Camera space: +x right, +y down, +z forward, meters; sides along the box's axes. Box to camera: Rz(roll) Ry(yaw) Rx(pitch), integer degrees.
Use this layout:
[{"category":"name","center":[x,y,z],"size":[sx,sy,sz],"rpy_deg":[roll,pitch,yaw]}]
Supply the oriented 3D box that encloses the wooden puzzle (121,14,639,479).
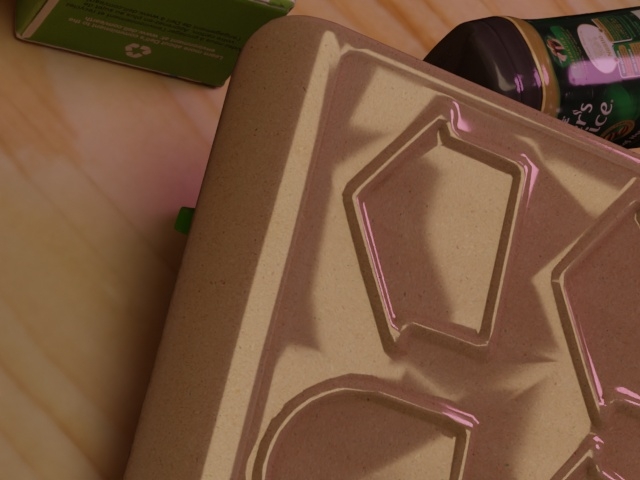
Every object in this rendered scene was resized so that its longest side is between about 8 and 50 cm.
[{"category":"wooden puzzle","center":[0.081,0.087,1.003],"size":[0.348,0.080,0.322],"rpy_deg":[19,70,-16]}]

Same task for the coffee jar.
[{"category":"coffee jar","center":[0.145,-0.095,1.184],"size":[0.184,0.096,0.079],"rpy_deg":[-9,67,-36]}]

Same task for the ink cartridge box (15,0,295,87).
[{"category":"ink cartridge box","center":[-0.150,-0.210,1.055],"size":[0.255,0.097,0.188],"rpy_deg":[11,59,-27]}]

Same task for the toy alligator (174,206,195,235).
[{"category":"toy alligator","center":[0.000,0.000,1.067],"size":[0.190,0.056,0.051],"rpy_deg":[12,18,-28]}]
